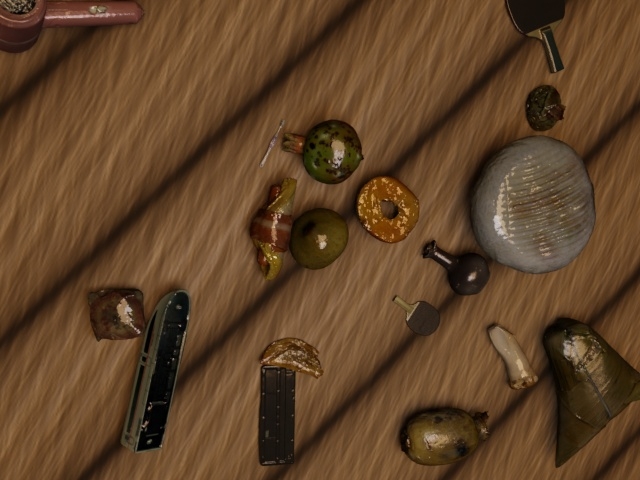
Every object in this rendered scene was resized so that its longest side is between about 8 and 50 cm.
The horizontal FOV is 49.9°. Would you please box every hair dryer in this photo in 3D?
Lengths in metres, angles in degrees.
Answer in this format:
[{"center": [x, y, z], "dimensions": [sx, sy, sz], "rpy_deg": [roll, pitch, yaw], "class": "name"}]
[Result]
[{"center": [-0.551, -0.505, 1.502], "dimensions": [0.352, 0.210, 0.125], "rpy_deg": [-13, 95, -27], "class": "hair dryer"}]

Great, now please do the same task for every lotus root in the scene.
[{"center": [0.350, 0.527, 1.863], "dimensions": [0.278, 0.154, 0.154], "rpy_deg": [-7, 98, -16], "class": "lotus root"}]

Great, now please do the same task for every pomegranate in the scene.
[{"center": [0.007, -0.224, 1.693], "dimensions": [0.205, 0.159, 0.159], "rpy_deg": [14, 94, 10], "class": "pomegranate"}]

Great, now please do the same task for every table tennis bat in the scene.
[{"center": [0.260, 0.199, 1.870], "dimensions": [0.156, 0.013, 0.087], "rpy_deg": [37, 88, -16], "class": "table tennis bat"}, {"center": [0.595, -0.599, 1.850], "dimensions": [0.173, 0.022, 0.301], "rpy_deg": [-25, 101, -10], "class": "table tennis bat"}]

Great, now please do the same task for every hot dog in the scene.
[{"center": [-0.124, -0.029, 1.692], "dimensions": [0.093, 0.123, 0.261], "rpy_deg": [8, 91, -23], "class": "hot dog"}]

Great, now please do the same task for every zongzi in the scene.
[{"center": [0.694, 0.429, 1.941], "dimensions": [0.323, 0.160, 0.360], "rpy_deg": [41, 93, -9], "class": "zongzi"}]

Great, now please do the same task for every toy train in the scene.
[{"center": [-0.400, 0.307, 1.682], "dimensions": [0.086, 0.088, 0.407], "rpy_deg": [10, 95, -50], "class": "toy train"}]

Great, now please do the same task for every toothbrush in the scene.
[{"center": [-0.121, -0.242, 1.724], "dimensions": [0.011, 0.013, 0.131], "rpy_deg": [26, 93, -10], "class": "toothbrush"}]

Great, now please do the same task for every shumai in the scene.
[{"center": [0.615, -0.358, 1.851], "dimensions": [0.099, 0.087, 0.124], "rpy_deg": [-7, 97, -11], "class": "shumai"}]

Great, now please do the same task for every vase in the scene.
[{"center": [0.358, 0.066, 1.833], "dimensions": [0.183, 0.120, 0.120], "rpy_deg": [33, 88, -1], "class": "vase"}]

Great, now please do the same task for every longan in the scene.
[{"center": [0.000, 0.000, 1.724], "dimensions": [0.154, 0.145, 0.176], "rpy_deg": [-22, 145, 12], "class": "longan"}]

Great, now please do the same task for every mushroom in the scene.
[{"center": [0.531, 0.323, 1.927], "dimensions": [0.084, 0.071, 0.209], "rpy_deg": [-25, 101, 23], "class": "mushroom"}]

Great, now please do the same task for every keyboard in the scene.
[{"center": [-0.111, 0.513, 1.811], "dimensions": [0.103, 0.041, 0.381], "rpy_deg": [0, 90, -13], "class": "keyboard"}]

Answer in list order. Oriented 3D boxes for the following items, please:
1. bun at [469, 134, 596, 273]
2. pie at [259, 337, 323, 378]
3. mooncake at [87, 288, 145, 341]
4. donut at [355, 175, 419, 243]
[{"center": [0.547, -0.094, 1.803], "dimensions": [0.362, 0.211, 0.362], "rpy_deg": [-2, 100, -12], "class": "bun"}, {"center": [-0.065, 0.302, 1.790], "dimensions": [0.170, 0.034, 0.092], "rpy_deg": [20, 72, -11], "class": "pie"}, {"center": [-0.486, 0.177, 1.647], "dimensions": [0.130, 0.073, 0.125], "rpy_deg": [-7, 97, -2], "class": "mooncake"}, {"center": [0.167, -0.082, 1.789], "dimensions": [0.162, 0.065, 0.178], "rpy_deg": [-45, 104, -10], "class": "donut"}]
